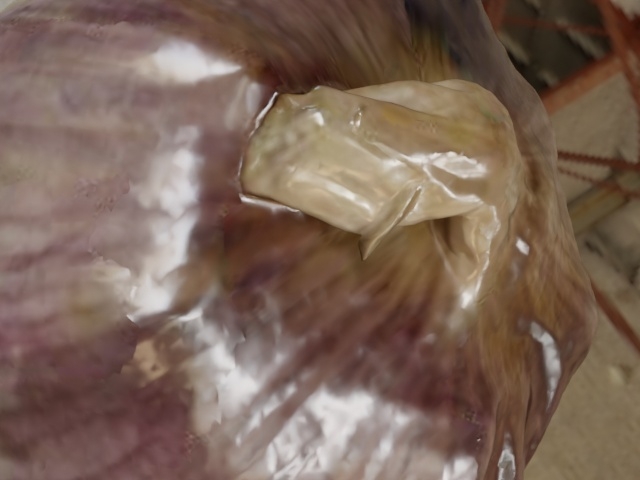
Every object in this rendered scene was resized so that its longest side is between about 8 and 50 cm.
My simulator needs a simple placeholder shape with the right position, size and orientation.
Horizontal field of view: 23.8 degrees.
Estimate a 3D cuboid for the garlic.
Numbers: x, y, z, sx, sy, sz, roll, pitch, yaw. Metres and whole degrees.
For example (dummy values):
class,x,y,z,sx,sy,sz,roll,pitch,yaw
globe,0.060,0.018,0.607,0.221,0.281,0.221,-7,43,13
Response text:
class,x,y,z,sx,sy,sz,roll,pitch,yaw
garlic,0.000,0.000,0.465,0.160,0.245,0.245,-13,-69,41
